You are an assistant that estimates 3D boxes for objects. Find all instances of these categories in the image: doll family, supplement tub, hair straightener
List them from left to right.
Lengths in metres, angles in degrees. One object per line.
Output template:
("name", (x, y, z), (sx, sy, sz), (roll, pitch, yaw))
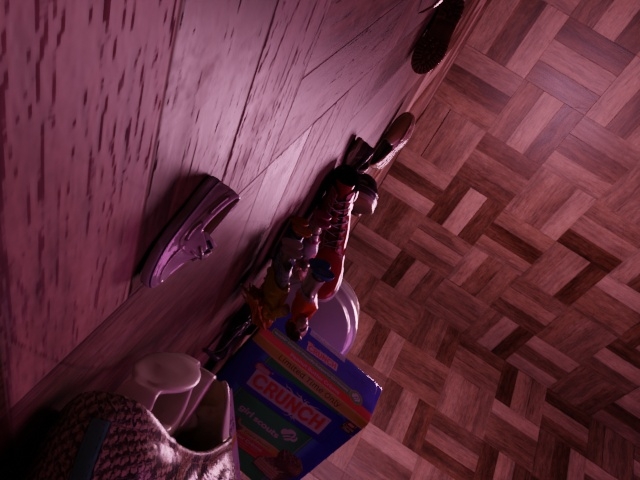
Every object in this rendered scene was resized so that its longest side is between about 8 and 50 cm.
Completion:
("hair straightener", (-0.140, 0.140, 0.999), (0.089, 0.047, 0.230), (-59, 171, 25))
("doll family", (-0.061, 0.053, 0.918), (0.263, 0.118, 0.163), (-87, -162, -61))
("supplement tub", (-0.023, 0.187, 1.338), (0.228, 0.228, 0.316), (-57, 176, 3))

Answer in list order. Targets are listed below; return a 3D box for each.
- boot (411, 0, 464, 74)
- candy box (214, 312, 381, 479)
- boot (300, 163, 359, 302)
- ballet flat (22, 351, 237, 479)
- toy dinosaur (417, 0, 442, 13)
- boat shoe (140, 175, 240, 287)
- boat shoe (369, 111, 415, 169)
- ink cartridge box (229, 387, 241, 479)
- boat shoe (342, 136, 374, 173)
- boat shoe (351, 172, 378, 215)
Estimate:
("boot", (0.233, -0.403, 1.112), (0.158, 0.059, 0.085), (-59, 180, 15))
("candy box", (-0.084, 0.326, 1.109), (0.317, 0.268, 0.122), (-49, -178, 28))
("boot", (0.020, -0.017, 1.056), (0.176, 0.088, 0.245), (112, -11, -63))
("ballet flat", (-0.166, 0.216, 0.607), (0.483, 0.163, 0.182), (101, 2, -74))
("toy dinosaur", (0.207, -0.400, 0.782), (0.212, 0.064, 0.112), (-59, 176, 31))
("boat shoe", (-0.098, -0.002, 0.430), (0.100, 0.035, 0.035), (-56, 176, -17))
("boat shoe", (0.203, -0.284, 1.590), (0.190, 0.068, 0.072), (-58, 164, 12))
("ink cartridge box", (-0.200, 0.369, 0.919), (0.154, 0.093, 0.213), (-35, 120, -80))
("boat shoe", (0.075, -0.157, 1.139), (0.056, 0.049, 0.152), (-56, 176, -13))
("boat shoe", (0.086, -0.114, 1.288), (0.092, 0.102, 0.285), (-62, 179, -1))
